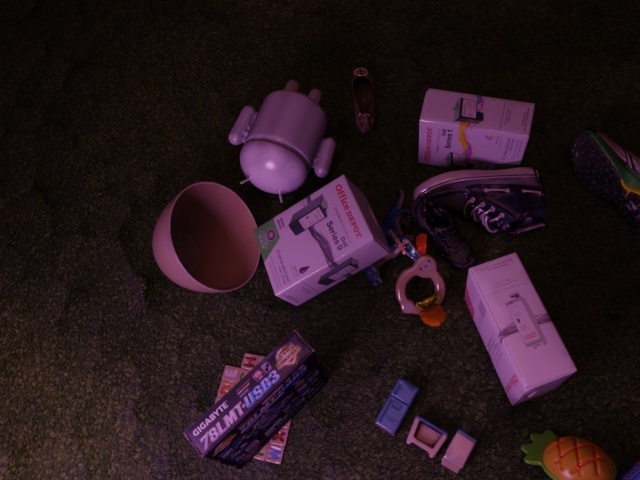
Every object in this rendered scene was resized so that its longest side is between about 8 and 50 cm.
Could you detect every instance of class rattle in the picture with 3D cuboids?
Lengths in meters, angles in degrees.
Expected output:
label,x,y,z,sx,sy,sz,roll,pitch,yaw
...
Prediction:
label,x,y,z,sx,sy,sz,roll,pitch,yaw
rattle,0.246,0.089,1.343,0.130,0.143,0.200,7,98,13

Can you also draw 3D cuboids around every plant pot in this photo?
label,x,y,z,sx,sy,sz,roll,pitch,yaw
plant pot,-0.325,0.010,1.458,0.190,0.284,0.284,-18,56,39

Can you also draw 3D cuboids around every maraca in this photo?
label,x,y,z,sx,sy,sz,roll,pitch,yaw
maraca,0.517,0.458,1.168,0.127,0.099,0.185,-29,29,-35

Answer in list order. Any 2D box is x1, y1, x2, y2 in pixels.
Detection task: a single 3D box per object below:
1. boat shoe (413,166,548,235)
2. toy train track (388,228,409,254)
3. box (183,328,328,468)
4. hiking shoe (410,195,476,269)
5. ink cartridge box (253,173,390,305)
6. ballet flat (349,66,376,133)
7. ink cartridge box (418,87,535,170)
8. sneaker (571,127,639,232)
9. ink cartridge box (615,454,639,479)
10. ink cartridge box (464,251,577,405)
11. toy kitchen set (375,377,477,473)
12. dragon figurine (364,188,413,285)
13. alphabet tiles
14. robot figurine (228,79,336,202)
label,x,y,z,sx,sy,sz,roll,pitch,yaw
boat shoe,0.420,-0.091,1.446,0.340,0.127,0.158,-8,56,4
toy train track,0.190,0.002,1.394,0.048,0.014,0.083,-48,49,22
box,-0.119,0.352,1.205,0.295,0.293,0.073,-43,65,-13
hiking shoe,0.311,-0.012,1.400,0.086,0.114,0.227,-41,93,4
ink cartridge box,0.000,0.000,1.420,0.289,0.121,0.211,-31,59,15
ballet flat,0.131,-0.440,1.705,0.084,0.058,0.250,-3,63,6
ink cartridge box,0.408,-0.284,1.504,0.278,0.201,0.117,13,66,15
sneaker,0.795,-0.163,1.442,0.146,0.134,0.344,-33,72,-16
ink cartridge box,0.607,0.620,1.055,0.395,0.151,0.270,-35,64,-7
ink cartridge box,0.434,0.202,1.254,0.117,0.207,0.283,-19,63,1
toy kitchen set,0.234,0.390,1.213,0.207,0.166,0.122,27,70,20
dragon figurine,0.167,-0.025,1.476,0.143,0.085,0.289,-4,64,6
alphabet tiles,-0.160,0.398,1.358,0.198,0.009,0.237,8,66,13
robot figurine,-0.102,-0.279,1.580,0.299,0.200,0.354,20,67,2
